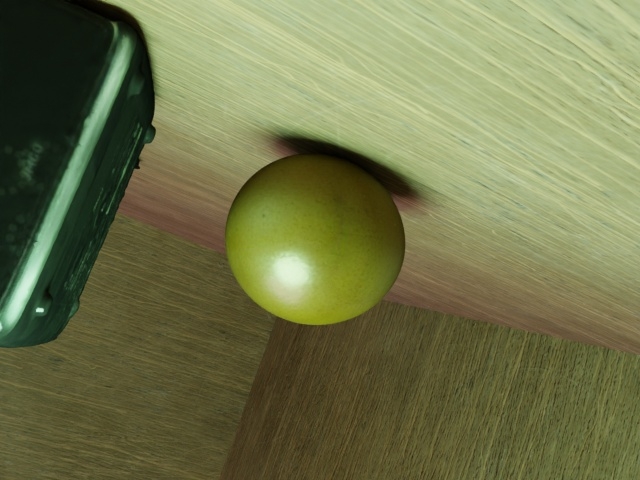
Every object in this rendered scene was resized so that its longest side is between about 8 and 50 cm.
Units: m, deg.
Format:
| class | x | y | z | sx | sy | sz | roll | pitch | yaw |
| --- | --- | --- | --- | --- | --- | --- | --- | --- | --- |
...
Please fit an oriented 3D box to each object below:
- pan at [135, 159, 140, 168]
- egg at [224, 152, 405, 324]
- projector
| class | x | y | z | sx | sy | sz | roll | pitch | yaw |
| --- | --- | --- | --- | --- | --- | --- | --- | --- | --- |
| pan | -0.473 | -0.200 | 1.875 | 0.136 | 0.028 | 0.235 | 19 | 176 | -5 |
| egg | 0.000 | 0.000 | 1.243 | 0.250 | 0.250 | 0.322 | 16 | -178 | 27 |
| projector | -0.379 | -0.078 | 1.056 | 0.242 | 0.395 | 0.405 | 20 | 172 | -5 |
